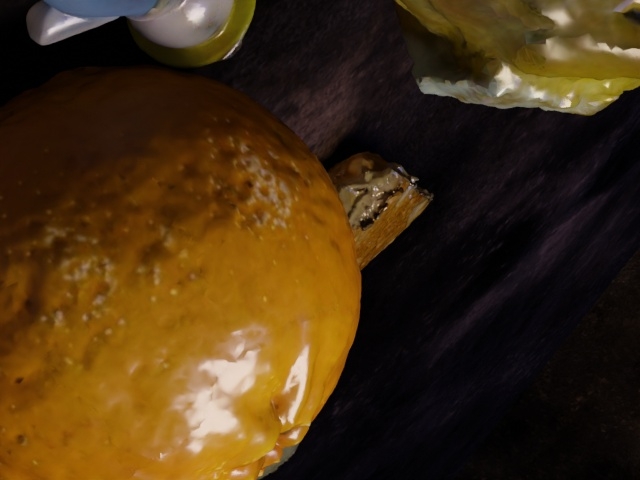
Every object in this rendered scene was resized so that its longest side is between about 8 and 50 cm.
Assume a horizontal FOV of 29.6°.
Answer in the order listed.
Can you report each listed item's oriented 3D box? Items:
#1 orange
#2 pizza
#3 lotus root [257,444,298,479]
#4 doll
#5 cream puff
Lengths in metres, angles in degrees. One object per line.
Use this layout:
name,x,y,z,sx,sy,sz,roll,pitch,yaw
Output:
orange,-0.126,0.050,0.842,0.340,0.293,0.340,-39,160,-17
pizza,0.000,0.000,1.276,0.323,0.089,0.223,-40,164,-21
lotus root,-0.081,0.285,1.656,0.143,0.070,0.144,-43,159,-8
doll,-0.112,-0.171,0.747,0.241,0.098,0.135,25,80,-69
cream puff,0.188,-0.267,0.858,0.378,0.378,0.275,-50,-170,9
